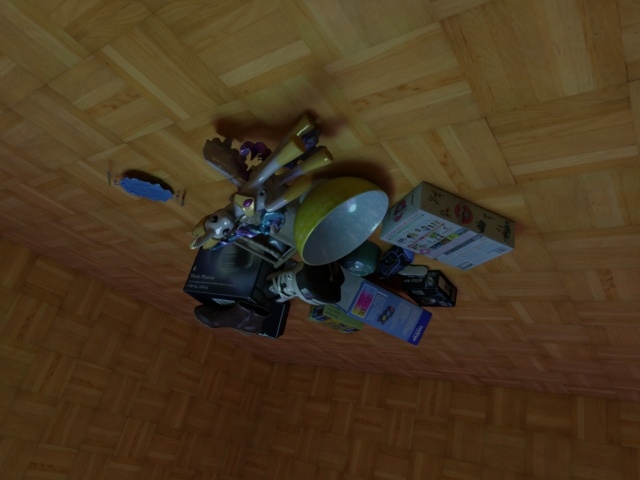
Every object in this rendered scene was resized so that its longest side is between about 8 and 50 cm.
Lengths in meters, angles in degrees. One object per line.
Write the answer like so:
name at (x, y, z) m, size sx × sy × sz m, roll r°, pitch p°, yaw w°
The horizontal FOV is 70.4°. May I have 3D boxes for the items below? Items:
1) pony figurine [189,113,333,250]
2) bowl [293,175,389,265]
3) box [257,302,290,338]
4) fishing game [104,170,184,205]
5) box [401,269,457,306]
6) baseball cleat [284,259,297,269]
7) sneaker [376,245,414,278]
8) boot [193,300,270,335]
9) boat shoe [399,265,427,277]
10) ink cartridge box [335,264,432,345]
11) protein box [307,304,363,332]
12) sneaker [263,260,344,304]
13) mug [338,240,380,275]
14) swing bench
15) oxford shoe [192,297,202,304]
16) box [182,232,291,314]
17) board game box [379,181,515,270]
pony figurine at (-0.147, -0.142, 1.095) m, size 0.363 × 0.351 × 0.303 m, roll -34°, pitch 110°, yaw 22°
bowl at (0.030, -0.082, 1.262) m, size 0.156 × 0.289 × 0.289 m, roll 52°, pitch 168°, yaw 25°
box at (-0.347, 0.370, 2.317) m, size 0.343 × 0.178 × 0.312 m, roll 13°, pitch 174°, yaw 4°
fishing game at (-0.601, -0.182, 1.578) m, size 0.264 × 0.041 × 0.189 m, roll 15°, pitch 163°, yaw -15°
box at (0.418, 0.188, 1.738) m, size 0.147 × 0.077 × 0.180 m, roll -6°, pitch 148°, yaw 38°
baseball cleat at (-0.107, 0.140, 1.936) m, size 0.206 × 0.072 × 0.109 m, roll 30°, pitch 157°, yaw -22°
sneaker at (0.251, 0.075, 1.557) m, size 0.081 × 0.090 × 0.232 m, roll 55°, pitch 164°, yaw 19°
boot at (-0.314, 0.252, 1.604) m, size 0.248 × 0.090 × 0.207 m, roll 22°, pitch 141°, yaw -11°
boat shoe at (0.332, 0.112, 1.670) m, size 0.125 × 0.046 × 0.038 m, roll 2°, pitch 155°, yaw 20°
ink cartridge box at (0.242, 0.259, 1.774) m, size 0.396 × 0.151 × 0.270 m, roll 26°, pitch -179°, yaw -22°
protein box at (0.080, 0.265, 1.935) m, size 0.200 × 0.201 × 0.136 m, roll 25°, pitch 153°, yaw -22°
sneaker at (-0.075, 0.157, 1.471) m, size 0.258 × 0.169 × 0.447 m, roll -24°, pitch 178°, yaw 10°
mug at (0.138, 0.073, 1.629) m, size 0.130 × 0.097 × 0.157 m, roll 18°, pitch 154°, yaw -8°
swing bench at (-0.153, -0.054, 1.448) m, size 0.253 × 0.165 × 0.255 m, roll 30°, pitch 151°, yaw -28°
oxford shoe at (-0.535, 0.345, 2.530) m, size 0.364 × 0.130 × 0.133 m, roll 27°, pitch 146°, yaw -25°
box at (-0.306, 0.099, 1.694) m, size 0.296 × 0.294 × 0.182 m, roll 2°, pitch 151°, yaw 24°
board game box at (0.359, -0.029, 1.305) m, size 0.303 × 0.097 × 0.224 m, roll 20°, pitch 153°, yaw -14°
